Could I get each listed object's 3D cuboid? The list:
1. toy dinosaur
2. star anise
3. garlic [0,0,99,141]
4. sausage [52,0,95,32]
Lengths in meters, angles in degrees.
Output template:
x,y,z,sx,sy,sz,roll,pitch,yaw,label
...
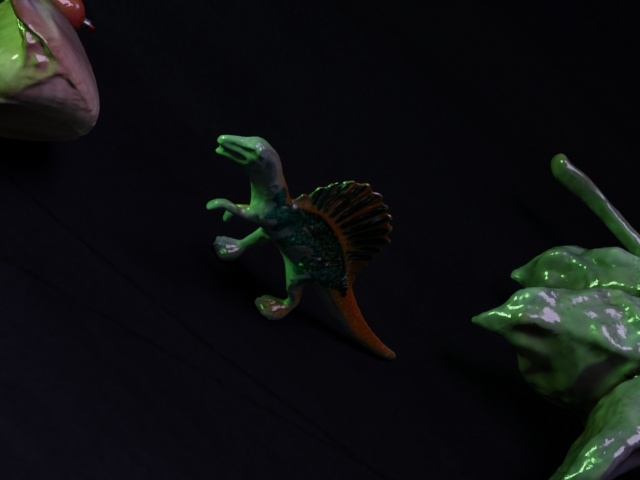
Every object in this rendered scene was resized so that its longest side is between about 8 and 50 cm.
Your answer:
x,y,z,sx,sy,sz,roll,pitch,yaw,label
0.001,0.003,0.851,0.187,0.106,0.044,33,34,-17,toy dinosaur
0.233,0.085,0.987,0.359,0.139,0.316,53,27,13,star anise
-0.194,-0.128,0.800,0.174,0.099,0.124,57,19,20,garlic
-0.246,-0.201,0.876,0.253,0.034,0.034,36,33,-15,sausage
